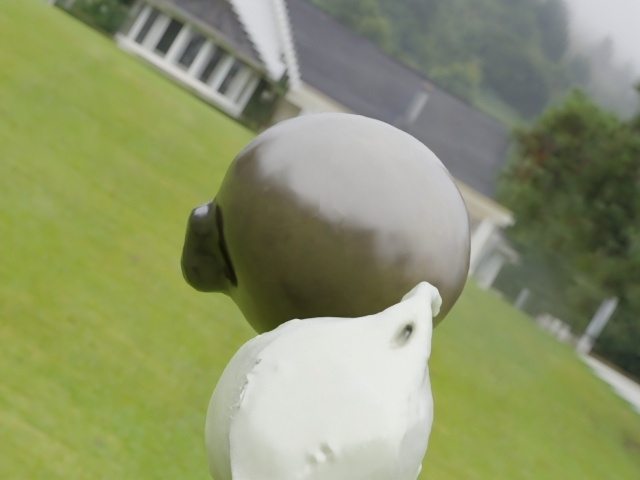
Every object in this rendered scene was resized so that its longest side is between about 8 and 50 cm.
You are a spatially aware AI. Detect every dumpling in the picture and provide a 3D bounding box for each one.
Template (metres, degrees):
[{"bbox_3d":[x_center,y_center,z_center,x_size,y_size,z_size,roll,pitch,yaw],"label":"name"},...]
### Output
[{"bbox_3d":[-0.001,0.047,0.400,0.052,0.076,0.057,6,-22,3],"label":"dumpling"}]

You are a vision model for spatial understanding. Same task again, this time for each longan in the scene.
[{"bbox_3d":[0.000,0.000,0.691,0.119,0.106,0.106,-5,-11,13],"label":"longan"}]
